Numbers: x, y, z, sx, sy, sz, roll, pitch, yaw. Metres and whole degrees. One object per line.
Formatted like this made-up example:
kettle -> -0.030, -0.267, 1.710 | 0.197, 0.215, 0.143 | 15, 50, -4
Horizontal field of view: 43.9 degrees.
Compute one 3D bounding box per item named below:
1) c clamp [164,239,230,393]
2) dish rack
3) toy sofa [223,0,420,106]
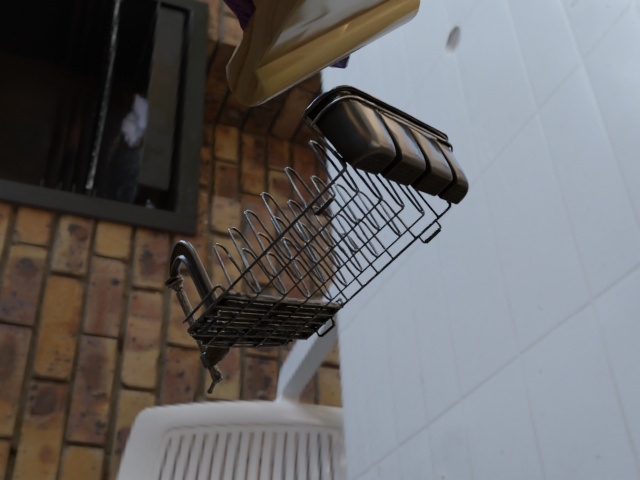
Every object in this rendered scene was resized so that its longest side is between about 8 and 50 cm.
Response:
c clamp -> -0.140, 0.084, 0.890 | 0.161, 0.022, 0.137 | 66, 150, 13
dish rack -> 0.000, 0.000, 0.731 | 0.271, 0.208, 0.074 | -45, 59, 22
toy sofa -> -0.094, -0.250, 0.448 | 0.150, 0.363, 0.177 | -37, -4, -38
